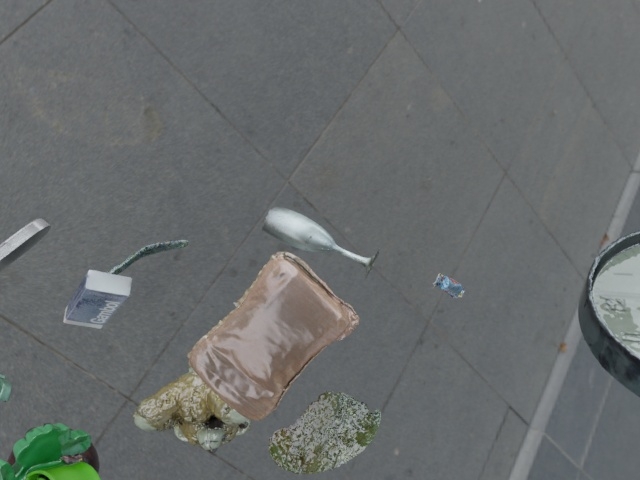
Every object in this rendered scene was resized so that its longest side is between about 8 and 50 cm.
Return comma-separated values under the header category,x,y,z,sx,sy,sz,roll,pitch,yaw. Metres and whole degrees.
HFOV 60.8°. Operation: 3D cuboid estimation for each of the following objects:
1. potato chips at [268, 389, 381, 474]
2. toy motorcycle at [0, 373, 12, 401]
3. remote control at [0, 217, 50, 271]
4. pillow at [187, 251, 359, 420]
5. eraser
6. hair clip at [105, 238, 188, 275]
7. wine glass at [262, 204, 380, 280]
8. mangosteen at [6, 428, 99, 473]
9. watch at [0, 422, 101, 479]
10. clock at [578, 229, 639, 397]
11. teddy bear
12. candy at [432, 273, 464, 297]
category,x,y,z,sx,sy,sz,roll,pitch,yaw
potato chips,0.008,0.339,0.973,0.026,0.209,0.142,53,32,-65
toy motorcycle,-0.888,0.331,1.257,0.191,0.327,0.199,47,55,-50
remote control,-0.492,0.052,0.780,0.022,0.077,0.245,48,59,-10
pillow,-0.065,0.122,0.674,0.135,0.034,0.211,43,103,-2
eraser,-0.494,0.135,1.201,0.092,0.212,0.046,16,54,-30
hair clip,-0.413,0.039,1.273,0.229,0.066,0.036,-29,80,-37
wine glass,0.000,0.000,0.930,0.198,0.066,0.066,25,69,9
mangosteen,-0.728,0.636,1.449,0.236,0.235,0.261,31,103,-29
watch,-0.365,0.356,0.743,0.131,0.152,0.165,21,96,-54
clock,0.349,0.065,0.486,0.215,0.215,0.041,-42,137,-29
teddy bear,-0.268,0.398,1.256,0.268,0.156,0.256,-4,132,1
candy,0.200,0.073,0.848,0.083,0.020,0.030,30,96,-43
